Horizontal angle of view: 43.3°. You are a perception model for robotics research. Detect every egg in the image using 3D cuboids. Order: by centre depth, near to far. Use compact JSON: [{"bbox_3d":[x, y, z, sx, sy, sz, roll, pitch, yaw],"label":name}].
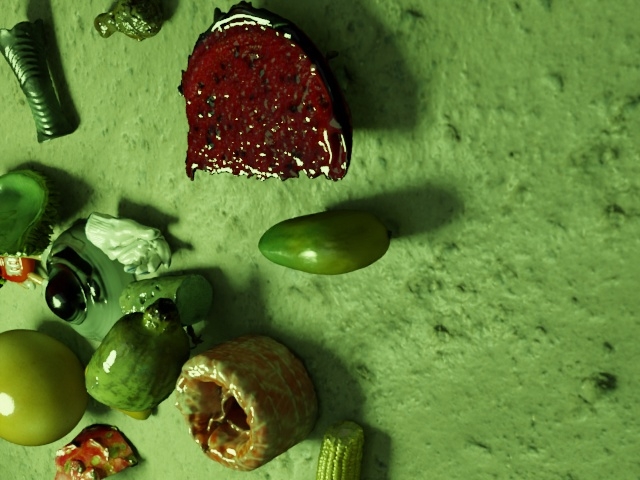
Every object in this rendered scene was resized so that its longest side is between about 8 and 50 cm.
[{"bbox_3d":[-0.691,0.341,1.908,0.322,0.250,0.250,35,127,36],"label":"egg"}]

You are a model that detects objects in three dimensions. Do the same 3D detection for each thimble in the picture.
[{"bbox_3d":[-0.139,0.295,1.475,0.239,0.162,0.239,16,116,35],"label":"thimble"}]

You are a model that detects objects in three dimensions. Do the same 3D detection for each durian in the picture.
[{"bbox_3d":[-0.671,-0.058,1.744,0.394,0.198,0.163,43,123,52],"label":"durian"}]

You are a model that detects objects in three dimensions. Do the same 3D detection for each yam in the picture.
[{"bbox_3d":[-0.302,0.122,1.588,0.194,0.107,0.107,-9,101,41],"label":"yam"}]

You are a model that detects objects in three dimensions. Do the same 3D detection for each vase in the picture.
[{"bbox_3d":[-0.584,-0.324,1.659,0.115,0.115,0.237,-6,108,42],"label":"vase"}]

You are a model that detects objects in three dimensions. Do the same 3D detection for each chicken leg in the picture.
[{"bbox_3d":[-0.351,-0.402,1.454,0.198,0.069,0.085,5,134,46],"label":"chicken leg"}]

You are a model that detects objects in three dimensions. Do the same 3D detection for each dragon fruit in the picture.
[{"bbox_3d":[-0.079,-0.230,1.258,0.343,0.100,0.282,8,110,35],"label":"dragon fruit"},{"bbox_3d":[-0.575,0.530,1.943,0.274,0.161,0.126,-24,93,45],"label":"dragon fruit"}]

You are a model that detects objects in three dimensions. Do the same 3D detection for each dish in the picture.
[{"bbox_3d":[-0.535,0.110,1.764,0.273,0.133,0.273,15,115,35],"label":"dish"}]

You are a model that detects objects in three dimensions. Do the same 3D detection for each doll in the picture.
[{"bbox_3d":[-0.727,0.041,1.935,0.217,0.085,0.183,24,123,21],"label":"doll"}]

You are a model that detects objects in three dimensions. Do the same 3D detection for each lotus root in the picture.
[{"bbox_3d":[-0.340,0.220,1.512,0.173,0.173,0.309,51,137,13],"label":"lotus root"}]

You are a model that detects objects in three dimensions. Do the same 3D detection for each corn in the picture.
[{"bbox_3d":[0.029,0.437,1.443,0.081,0.081,0.249,23,121,32],"label":"corn"}]

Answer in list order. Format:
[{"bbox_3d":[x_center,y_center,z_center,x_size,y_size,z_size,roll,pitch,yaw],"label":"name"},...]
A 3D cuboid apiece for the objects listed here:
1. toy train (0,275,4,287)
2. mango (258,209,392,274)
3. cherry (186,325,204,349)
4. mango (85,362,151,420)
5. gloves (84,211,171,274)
[{"bbox_3d":[-0.901,0.004,2.056,0.160,0.100,0.296,-30,86,45],"label":"toy train"},{"bbox_3d":[0.006,-0.002,1.253,0.237,0.137,0.091,9,113,53],"label":"mango"},{"bbox_3d":[-0.329,0.216,1.667,0.225,0.090,0.107,-35,67,30],"label":"cherry"},{"bbox_3d":[-0.456,0.335,1.818,0.184,0.085,0.102,40,129,15],"label":"mango"},{"bbox_3d":[-0.377,0.004,1.611,0.229,0.097,0.119,30,129,34],"label":"gloves"}]
